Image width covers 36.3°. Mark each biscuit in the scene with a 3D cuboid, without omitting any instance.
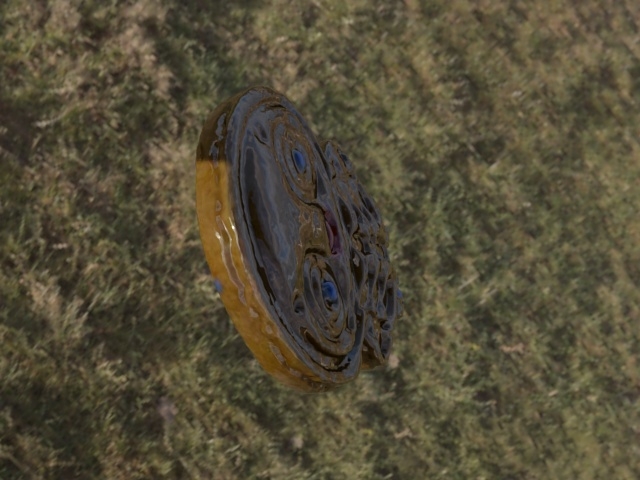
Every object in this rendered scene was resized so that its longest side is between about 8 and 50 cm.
[{"bbox_3d":[0.000,0.000,0.407,0.175,0.026,0.124,12,63,-68],"label":"biscuit"}]
